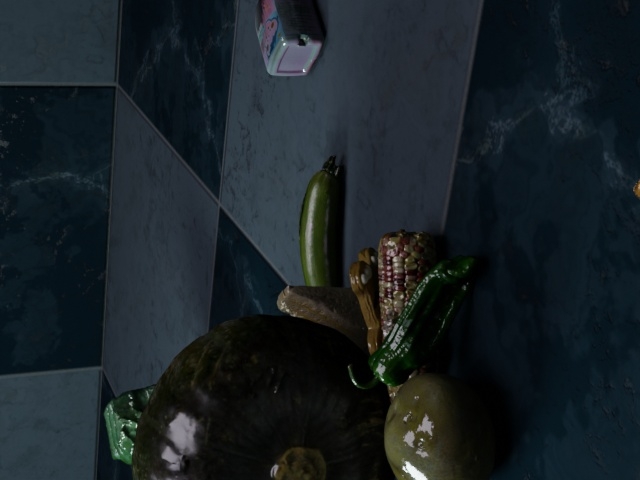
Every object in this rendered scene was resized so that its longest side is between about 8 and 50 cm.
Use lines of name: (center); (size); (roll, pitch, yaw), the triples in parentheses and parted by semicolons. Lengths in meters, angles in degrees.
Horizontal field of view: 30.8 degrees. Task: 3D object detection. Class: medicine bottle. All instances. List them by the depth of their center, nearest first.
medicine bottle: (-0.067, -0.420, 2.219); (0.119, 0.094, 0.188); (122, 139, -54)

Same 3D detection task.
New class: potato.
potato: (0.172, 0.296, 1.701); (0.235, 0.160, 0.177); (103, 171, -53)

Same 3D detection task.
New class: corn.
corn: (0.138, 0.126, 1.814); (0.098, 0.098, 0.289); (-175, 83, -66)

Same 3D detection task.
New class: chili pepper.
chili pepper: (0.148, 0.123, 1.720); (0.074, 0.100, 0.257); (37, 98, 35)

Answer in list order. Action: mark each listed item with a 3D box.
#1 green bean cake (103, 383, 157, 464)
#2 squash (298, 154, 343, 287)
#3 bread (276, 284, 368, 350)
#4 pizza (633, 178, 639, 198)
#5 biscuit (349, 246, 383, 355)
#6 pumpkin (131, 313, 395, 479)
green bean cake: (-0.310, 0.398, 2.607); (0.300, 0.308, 0.169); (134, 127, -61)
squash: (-0.001, 0.000, 2.148); (0.080, 0.071, 0.318); (-163, 72, -64)
bread: (0.007, 0.137, 2.057); (0.077, 0.152, 0.105); (120, 145, -52)
pizza: (0.387, -0.059, 1.333); (0.083, 0.016, 0.037); (-176, 82, -70)
biscuit: (0.101, 0.130, 1.887); (0.158, 0.035, 0.240); (-59, -45, -63)
pumpkin: (-0.090, 0.341, 1.926); (0.344, 0.455, 0.454); (-158, 67, -68)
